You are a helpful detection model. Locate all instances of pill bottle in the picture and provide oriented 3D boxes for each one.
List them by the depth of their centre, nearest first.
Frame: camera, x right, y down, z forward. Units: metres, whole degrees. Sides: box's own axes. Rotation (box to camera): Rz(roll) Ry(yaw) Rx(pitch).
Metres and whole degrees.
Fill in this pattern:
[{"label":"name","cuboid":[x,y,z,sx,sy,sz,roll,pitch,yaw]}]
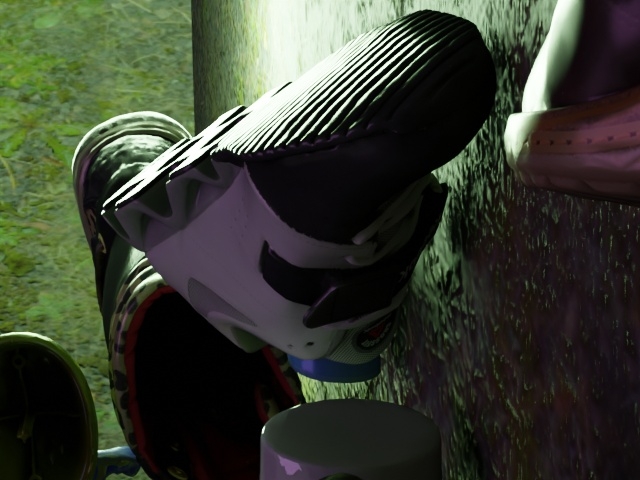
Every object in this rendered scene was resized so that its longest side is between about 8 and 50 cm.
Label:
[{"label":"pill bottle","cuboid":[0.014,0.190,0.876,0.117,0.118,0.208,-116,24,-72]}]

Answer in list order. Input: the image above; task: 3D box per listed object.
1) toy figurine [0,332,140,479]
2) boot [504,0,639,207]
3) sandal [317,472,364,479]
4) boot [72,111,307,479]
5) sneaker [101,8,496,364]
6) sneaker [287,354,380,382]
[{"label":"toy figurine","cuboid":[-0.199,0.224,1.252,0.217,0.191,0.362,-55,-45,-76]},{"label":"boot","cuboid":[0.106,-0.107,0.341,0.248,0.090,0.207,154,126,-83]},{"label":"sandal","cuboid":[0.080,0.158,0.512,0.120,0.086,0.303,50,176,-33]},{"label":"boot","cuboid":[-0.076,0.116,1.296,0.284,0.138,0.377,-118,12,-65]},{"label":"sneaker","cuboid":[0.013,-0.012,0.894,0.146,0.122,0.330,54,155,-8]},{"label":"sneaker","cuboid":[0.000,0.000,1.116,0.232,0.081,0.090,-120,33,-63]}]
